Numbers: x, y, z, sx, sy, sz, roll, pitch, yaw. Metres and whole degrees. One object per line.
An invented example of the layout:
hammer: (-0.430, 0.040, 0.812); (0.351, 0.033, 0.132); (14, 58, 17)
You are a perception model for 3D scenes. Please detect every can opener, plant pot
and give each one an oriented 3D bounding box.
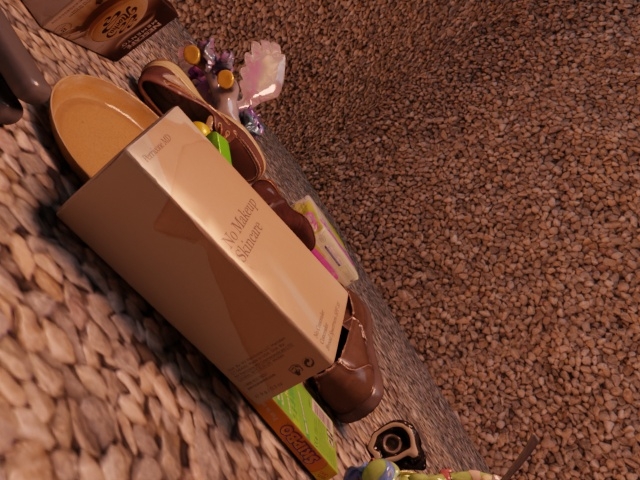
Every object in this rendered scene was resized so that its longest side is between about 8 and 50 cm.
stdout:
can opener: (-0.374, -0.248, 0.650); (0.280, 0.074, 0.093); (56, 6, 9)
plant pot: (-0.254, -0.113, 0.803); (0.236, 0.032, 0.236); (44, 23, -25)

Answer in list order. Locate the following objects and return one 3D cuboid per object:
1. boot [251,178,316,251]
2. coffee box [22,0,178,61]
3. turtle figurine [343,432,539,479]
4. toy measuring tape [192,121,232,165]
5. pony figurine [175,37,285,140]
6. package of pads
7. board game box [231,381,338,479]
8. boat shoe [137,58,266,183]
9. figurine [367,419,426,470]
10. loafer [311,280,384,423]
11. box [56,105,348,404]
boot: (-0.111, -0.045, 1.611); (0.248, 0.090, 0.207); (55, 18, -10)
coffee box: (-0.391, -0.438, 1.090); (0.119, 0.168, 0.297); (55, 7, -3)
turtle figurine: (0.171, 0.400, 0.787); (0.266, 0.275, 0.198); (56, 39, -29)
toy measuring tape: (-0.182, -0.026, 0.946); (0.121, 0.121, 0.330); (32, 46, -74)
pony figurine: (-0.248, -0.374, 1.578); (0.363, 0.303, 0.351); (18, 69, -85)
package of pads: (0.000, 0.000, 1.978); (0.229, 0.101, 0.296); (53, 6, -26)
board game box: (-0.066, 0.190, 0.811); (0.259, 0.039, 0.124); (55, 7, -13)
boat shoe: (-0.253, -0.233, 1.312); (0.342, 0.123, 0.123); (48, 17, -25)
figurine: (0.192, 0.453, 1.144); (0.215, 0.092, 0.209); (59, 4, 30)
loafer: (0.024, 0.166, 1.143); (0.130, 0.134, 0.366); (52, 7, -28)
box: (-0.117, 0.020, 0.694); (0.311, 0.121, 0.148); (48, 27, -18)
